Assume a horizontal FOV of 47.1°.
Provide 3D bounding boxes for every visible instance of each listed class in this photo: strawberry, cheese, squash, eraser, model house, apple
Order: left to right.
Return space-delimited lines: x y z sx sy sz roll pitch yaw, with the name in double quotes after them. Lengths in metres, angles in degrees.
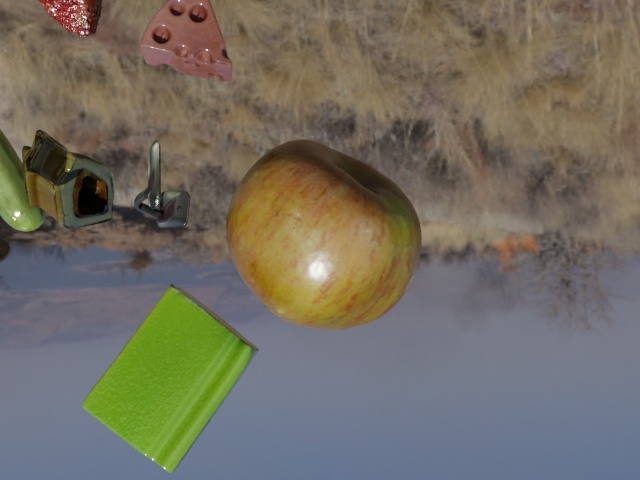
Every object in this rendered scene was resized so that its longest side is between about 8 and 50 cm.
-0.866 -0.193 1.988 0.118 0.370 0.118 -26 -172 4 "squash"
-0.656 -0.170 1.840 0.239 0.268 0.173 33 -137 19 "model house"
-0.540 -0.540 1.596 0.141 0.192 0.085 14 146 -12 "strawberry"
-0.267 0.247 1.340 0.210 0.274 0.092 36 167 6 "eraser"
-0.314 -0.442 1.654 0.177 0.202 0.128 -19 178 -8 "cheese"
0.000 0.000 1.471 0.401 0.333 0.400 25 -161 -9 "apple"

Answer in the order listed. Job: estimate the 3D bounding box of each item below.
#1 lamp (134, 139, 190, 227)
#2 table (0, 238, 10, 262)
-0.470 -0.160 2.142 0.125 0.203 0.283 3 167 9 "lamp"
-0.712 -0.069 1.427 0.167 0.226 0.167 0 -155 0 "table"
